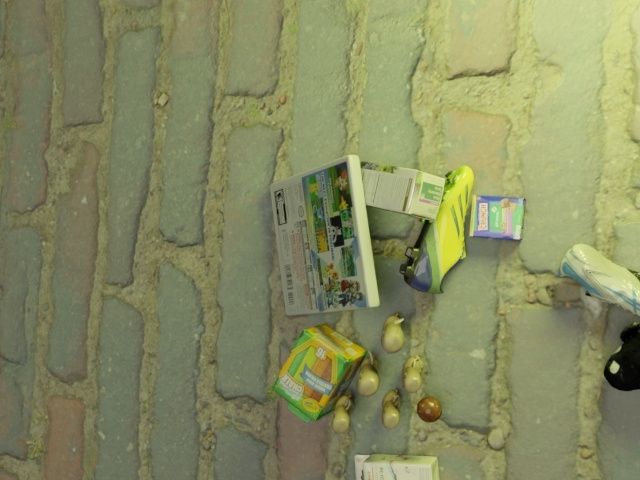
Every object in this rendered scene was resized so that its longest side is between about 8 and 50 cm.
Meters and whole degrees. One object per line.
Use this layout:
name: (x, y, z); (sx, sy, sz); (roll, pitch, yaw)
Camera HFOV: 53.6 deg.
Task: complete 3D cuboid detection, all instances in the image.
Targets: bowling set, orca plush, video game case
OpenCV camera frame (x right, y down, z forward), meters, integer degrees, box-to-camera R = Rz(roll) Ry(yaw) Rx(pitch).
bowling set: (0.163, 0.332, 1.403); (0.199, 0.154, 0.287); (34, 101, 0)
orca plush: (0.661, 0.215, 1.162); (0.287, 0.102, 0.151); (-26, 111, 26)
video game case: (0.000, 0.000, 1.450); (0.299, 0.036, 0.329); (-13, 83, 49)

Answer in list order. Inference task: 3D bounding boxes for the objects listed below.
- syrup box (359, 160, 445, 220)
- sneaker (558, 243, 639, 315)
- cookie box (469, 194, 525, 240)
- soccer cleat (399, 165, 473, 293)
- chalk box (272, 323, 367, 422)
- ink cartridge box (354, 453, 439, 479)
syrup box: (0.145, -0.113, 1.377); (0.236, 0.093, 0.097); (16, 96, 48)
sneaker: (0.585, 0.096, 1.250); (0.237, 0.085, 0.086); (35, 137, 14)
cookie box: (0.377, -0.049, 1.353); (0.107, 0.040, 0.092); (5, 92, 24)
soccer cleat: (0.276, -0.020, 1.386); (0.121, 0.093, 0.289); (23, 94, -9)
chalk box: (-0.012, 0.320, 1.463); (0.132, 0.132, 0.213); (31, 100, 21)
ink cartridge box: (0.163, 0.546, 1.418); (0.198, 0.067, 0.116); (-6, 87, 23)
